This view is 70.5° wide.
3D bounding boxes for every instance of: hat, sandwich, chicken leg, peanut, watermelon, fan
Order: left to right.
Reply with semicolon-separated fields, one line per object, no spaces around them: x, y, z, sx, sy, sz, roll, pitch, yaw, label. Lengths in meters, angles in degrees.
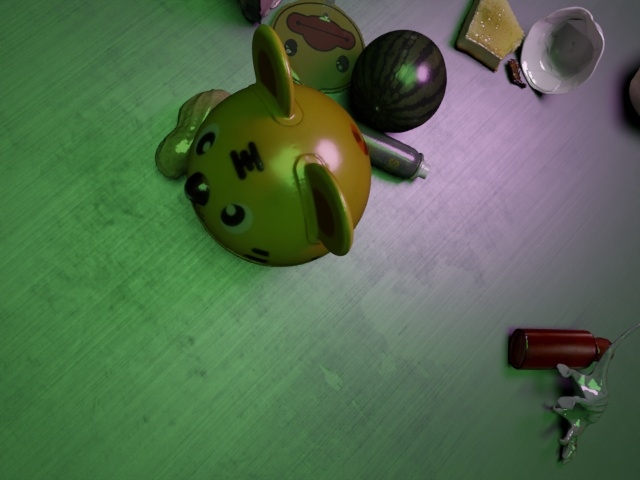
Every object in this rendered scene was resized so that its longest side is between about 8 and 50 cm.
-0.254;-0.219;0.918;0.099;0.090;0.214;36;78;-22;peanut
0.004;-0.485;1.037;0.230;0.011;0.335;12;84;-13;fan
0.165;-0.336;0.973;0.212;0.212;0.212;1;87;-14;watermelon
0.441;-0.534;1.129;0.162;0.058;0.193;25;80;-13;sandwich
0.497;-0.423;1.153;0.036;0.021;0.083;-27;94;-30;chicken leg
0.614;-0.474;1.123;0.126;0.203;0.203;-32;95;-36;hat

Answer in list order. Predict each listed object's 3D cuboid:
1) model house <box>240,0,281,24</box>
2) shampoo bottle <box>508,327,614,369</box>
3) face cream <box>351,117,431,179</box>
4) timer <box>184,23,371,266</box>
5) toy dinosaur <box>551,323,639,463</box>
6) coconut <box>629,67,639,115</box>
-0.164;-0.614;0.894;0.237;0.237;0.202;33;87;-6;model house
0.597;0.269;1.119;0.260;0.064;0.102;3;96;-14;shampoo bottle
0.121;-0.210;1.021;0.284;0.073;0.073;22;82;-12;face cream
-0.069;-0.128;0.804;0.376;0.387;0.376;2;79;-13;timer
0.641;0.352;1.088;0.205;0.092;0.393;29;90;-29;toy dinosaur
0.941;-0.398;1.156;0.266;0.237;0.237;-37;96;-12;coconut
